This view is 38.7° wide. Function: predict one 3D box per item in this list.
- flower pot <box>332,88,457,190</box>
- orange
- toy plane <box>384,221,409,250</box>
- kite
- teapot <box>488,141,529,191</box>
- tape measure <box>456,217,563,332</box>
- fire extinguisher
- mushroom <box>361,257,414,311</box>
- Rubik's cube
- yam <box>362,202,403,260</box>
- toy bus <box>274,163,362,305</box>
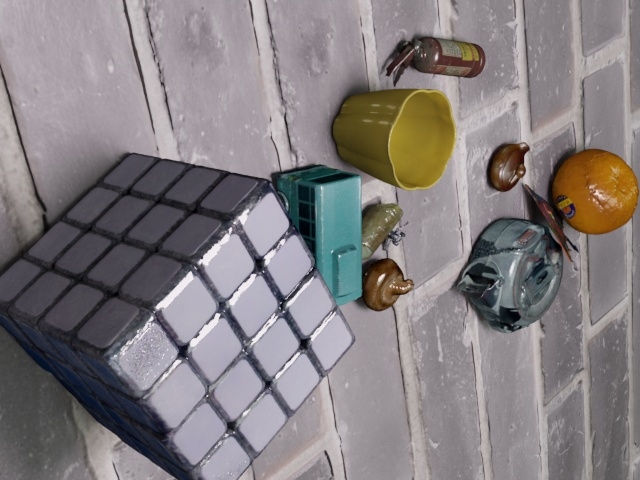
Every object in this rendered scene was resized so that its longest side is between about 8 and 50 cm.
[{"bbox_3d":[0.131,-0.202,1.724,0.195,0.179,0.195,-16,114,-40],"label":"flower pot"},{"bbox_3d":[0.693,-0.122,2.307,0.219,0.193,0.219,2,76,-10],"label":"orange"},{"bbox_3d":[0.155,-0.010,1.898,0.078,0.031,0.083,-52,164,8],"label":"toy plane"},{"bbox_3d":[0.572,-0.055,2.243,0.234,0.016,0.321,51,20,-12],"label":"kite"},{"bbox_3d":[0.447,-0.172,2.127,0.129,0.078,0.098,-58,135,-16],"label":"teapot"},{"bbox_3d":[0.467,0.084,2.176,0.275,0.147,0.256,-55,134,-17],"label":"tape measure"},{"bbox_3d":[0.233,-0.359,1.857,0.252,0.075,0.106,-6,106,-45],"label":"fire extinguisher"},{"bbox_3d":[0.130,0.090,1.881,0.109,0.085,0.126,-30,143,-2],"label":"mushroom"},{"bbox_3d":[-0.213,0.112,1.348,0.344,0.344,0.337,-49,133,-25],"label":"Rubik's cube"},{"bbox_3d":[0.103,-0.023,1.832,0.146,0.070,0.069,-52,133,-22],"label":"yam"},{"bbox_3d":[0.000,0.000,1.676,0.128,0.147,0.256,-16,112,-40],"label":"toy bus"}]
